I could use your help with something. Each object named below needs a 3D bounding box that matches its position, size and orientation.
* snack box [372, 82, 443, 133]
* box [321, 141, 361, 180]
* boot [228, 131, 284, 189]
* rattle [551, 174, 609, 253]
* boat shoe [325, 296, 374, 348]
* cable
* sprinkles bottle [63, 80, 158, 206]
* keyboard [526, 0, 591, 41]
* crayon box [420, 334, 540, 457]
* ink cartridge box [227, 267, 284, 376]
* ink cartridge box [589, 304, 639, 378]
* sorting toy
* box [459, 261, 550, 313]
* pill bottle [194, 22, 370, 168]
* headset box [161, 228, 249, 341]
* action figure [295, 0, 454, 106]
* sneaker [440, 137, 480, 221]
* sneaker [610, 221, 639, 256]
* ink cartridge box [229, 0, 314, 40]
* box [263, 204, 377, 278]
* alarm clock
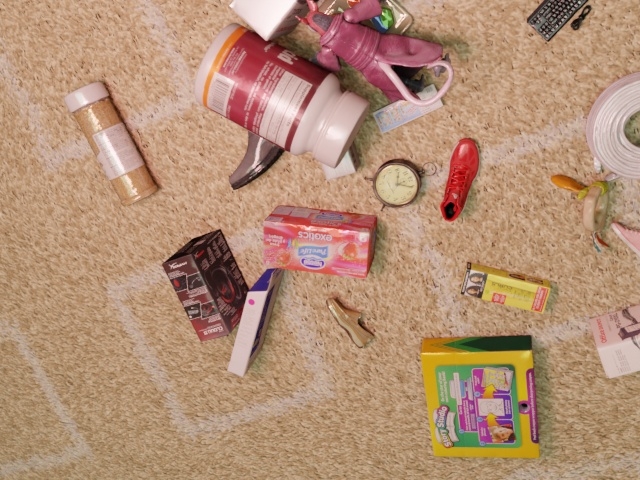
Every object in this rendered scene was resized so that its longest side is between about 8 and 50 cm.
[{"bbox_3d":[0.230,-0.348,1.785,0.178,0.022,0.064,-22,105,21],"label":"snack box"},{"bbox_3d":[0.050,-0.231,1.833,0.087,0.102,0.101,-15,107,17],"label":"box"},{"bbox_3d":[-0.185,-0.320,1.863,0.223,0.118,0.338,45,102,-2],"label":"boot"},{"bbox_3d":[0.677,-0.065,1.759,0.143,0.130,0.199,2,138,25],"label":"rattle"},{"bbox_3d":[0.093,0.235,2.031,0.072,0.068,0.190,-35,109,11],"label":"boat shoe"},{"bbox_3d":[0.782,-0.276,1.636,0.257,0.089,0.257,-15,106,19],"label":"cable"},{"bbox_3d":[-0.608,-0.279,1.970,0.121,0.121,0.355,-21,105,21],"label":"sprinkles bottle"},{"bbox_3d":[0.595,-0.560,1.611,0.108,0.023,0.180,41,115,-4],"label":"keyboard"},{"bbox_3d":[0.473,0.464,1.994,0.314,0.106,0.362,-4,109,17],"label":"crayon box"},{"bbox_3d":[-0.185,0.214,2.024,0.069,0.175,0.370,22,114,6],"label":"ink cartridge box"},{"bbox_3d":[0.850,0.252,1.779,0.237,0.172,0.100,-21,104,21],"label":"ink cartridge box"},{"bbox_3d":[0.100,-0.561,1.727,0.208,0.038,0.193,42,115,-4],"label":"sorting toy"},{"bbox_3d":[0.512,0.131,1.880,0.233,0.058,0.087,14,113,8],"label":"box"},{"bbox_3d":[-0.091,-0.352,1.673,0.392,0.224,0.224,29,115,2],"label":"pill bottle"},{"bbox_3d":[-0.320,0.144,2.008,0.110,0.218,0.293,-18,106,21],"label":"headset box"},{"bbox_3d":[0.103,-0.447,1.625,0.371,0.275,0.248,22,124,-18],"label":"action figure"},{"bbox_3d":[0.368,-0.150,1.769,0.087,0.128,0.221,9,113,11],"label":"sneaker"},{"bbox_3d":[0.820,-0.015,1.751,0.134,0.051,0.070,41,113,-7],"label":"sneaker"},{"bbox_3d":[-0.051,-0.646,1.630,0.129,0.223,0.307,43,115,-5],"label":"ink cartridge box"},{"bbox_3d":[0.000,0.000,1.909,0.300,0.154,0.142,6,112,10],"label":"box"},{"bbox_3d":[0.227,-0.164,1.835,0.192,0.064,0.129,-22,104,23],"label":"alarm clock"}]
